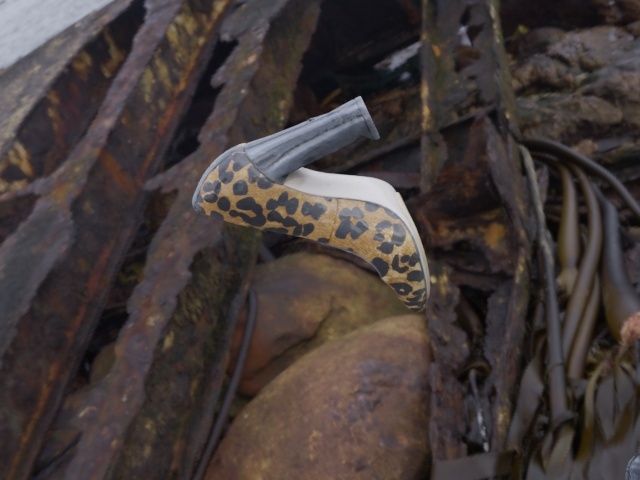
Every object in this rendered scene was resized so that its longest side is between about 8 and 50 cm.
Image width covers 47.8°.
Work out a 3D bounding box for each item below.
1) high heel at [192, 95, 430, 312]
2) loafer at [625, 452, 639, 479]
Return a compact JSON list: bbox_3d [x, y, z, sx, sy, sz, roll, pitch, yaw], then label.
[{"bbox_3d":[0.000,0.000,0.727,0.186,0.261,0.093,-23,32,5],"label":"high heel"},{"bbox_3d":[0.386,0.355,0.882,0.076,0.223,0.078,-23,23,-32],"label":"loafer"}]
